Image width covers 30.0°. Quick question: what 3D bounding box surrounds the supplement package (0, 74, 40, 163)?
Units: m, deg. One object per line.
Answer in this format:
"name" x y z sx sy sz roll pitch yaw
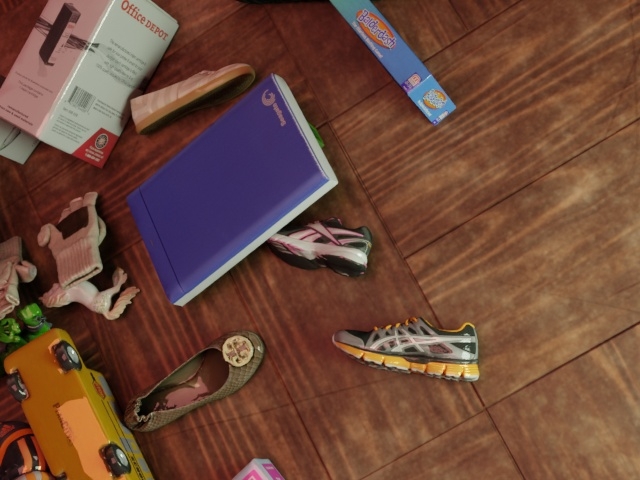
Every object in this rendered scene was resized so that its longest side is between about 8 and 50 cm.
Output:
"supplement package" -0.536 -0.212 1.944 0.105 0.179 0.105 38 94 22

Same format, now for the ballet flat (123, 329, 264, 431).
"ballet flat" -0.196 0.215 1.807 0.250 0.058 0.084 -31 72 12

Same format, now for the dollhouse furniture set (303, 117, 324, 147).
"dollhouse furniture set" -0.070 -0.123 1.826 0.152 0.058 0.076 -30 71 12

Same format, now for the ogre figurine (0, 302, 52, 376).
"ogre figurine" -0.501 0.170 1.893 0.097 0.118 0.197 34 94 18

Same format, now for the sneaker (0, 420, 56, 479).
"sneaker" -0.520 0.407 1.867 0.321 0.125 0.180 -46 47 20

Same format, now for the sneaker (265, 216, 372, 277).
"sneaker" 0.000 0.000 1.784 0.178 0.072 0.077 14 62 23

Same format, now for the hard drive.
"hard drive" -0.142 -0.076 1.809 0.319 0.040 0.210 -38 60 20

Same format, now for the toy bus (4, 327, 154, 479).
"toy bus" -0.352 0.301 1.805 0.108 0.130 0.332 -33 71 6

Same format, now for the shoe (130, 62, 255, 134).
"shoe" -0.206 -0.236 1.887 0.219 0.076 0.058 -23 78 16

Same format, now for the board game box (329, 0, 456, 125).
"board game box" 0.102 -0.276 1.740 0.047 0.160 0.210 -40 70 8

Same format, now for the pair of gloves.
"pair of gloves" -0.451 0.027 1.886 0.240 0.042 0.204 -24 35 11

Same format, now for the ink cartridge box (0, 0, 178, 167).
"ink cartridge box" -0.367 -0.276 1.886 0.114 0.197 0.272 29 90 22

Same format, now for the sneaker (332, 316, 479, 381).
"sneaker" 0.123 0.147 1.699 0.215 0.084 0.083 8 80 11

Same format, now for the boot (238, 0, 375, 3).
"boot" 0.002 -0.509 1.835 0.348 0.131 0.260 3 81 21

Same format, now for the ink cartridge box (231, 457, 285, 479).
"ink cartridge box" -0.057 0.488 1.706 0.186 0.065 0.311 -45 71 7

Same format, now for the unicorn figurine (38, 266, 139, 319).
"unicorn figurine" -0.377 0.075 1.897 0.162 0.060 0.111 26 85 25
